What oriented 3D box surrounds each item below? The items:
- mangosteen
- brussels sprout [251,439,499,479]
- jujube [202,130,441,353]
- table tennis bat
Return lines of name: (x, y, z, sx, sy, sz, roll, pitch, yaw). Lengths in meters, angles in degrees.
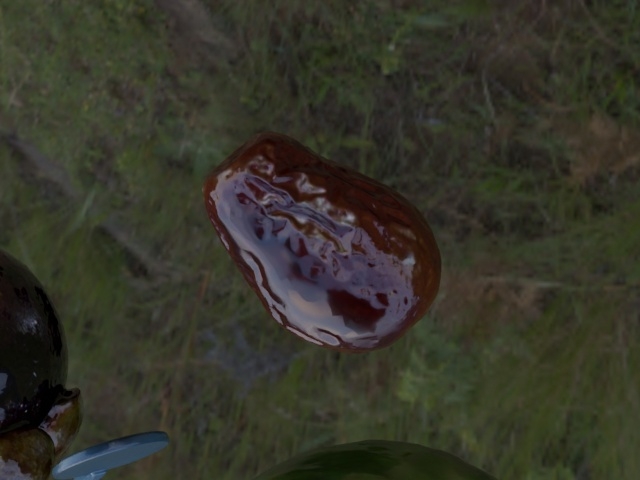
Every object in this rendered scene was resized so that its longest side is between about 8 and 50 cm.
mangosteen: (-0.257, 0.119, 0.891, 0.250, 0.211, 0.211, 56, 134, 12)
brussels sprout: (0.083, 0.332, 1.119, 0.315, 0.371, 0.276, 18, 102, -54)
jujube: (0.000, 0.000, 1.328, 0.255, 0.190, 0.190, 46, 130, -10)
table tennis bat: (-0.185, 0.189, 1.122, 0.100, 0.019, 0.155, -12, 164, -27)
